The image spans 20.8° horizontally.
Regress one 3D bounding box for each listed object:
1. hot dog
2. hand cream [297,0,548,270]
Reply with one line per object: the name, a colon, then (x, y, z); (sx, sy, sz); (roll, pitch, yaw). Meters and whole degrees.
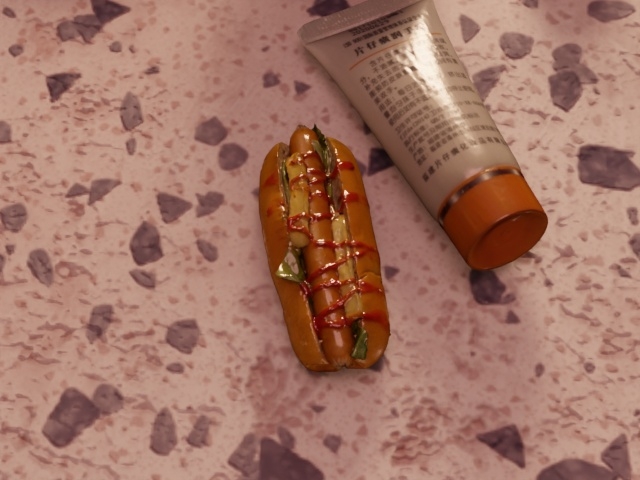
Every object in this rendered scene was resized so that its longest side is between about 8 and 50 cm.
hot dog: (0.000, 0.000, 1.582); (0.104, 0.076, 0.250); (-7, 66, -2)
hand cream: (0.096, -0.115, 1.633); (0.140, 0.089, 0.314); (-20, 61, -10)
